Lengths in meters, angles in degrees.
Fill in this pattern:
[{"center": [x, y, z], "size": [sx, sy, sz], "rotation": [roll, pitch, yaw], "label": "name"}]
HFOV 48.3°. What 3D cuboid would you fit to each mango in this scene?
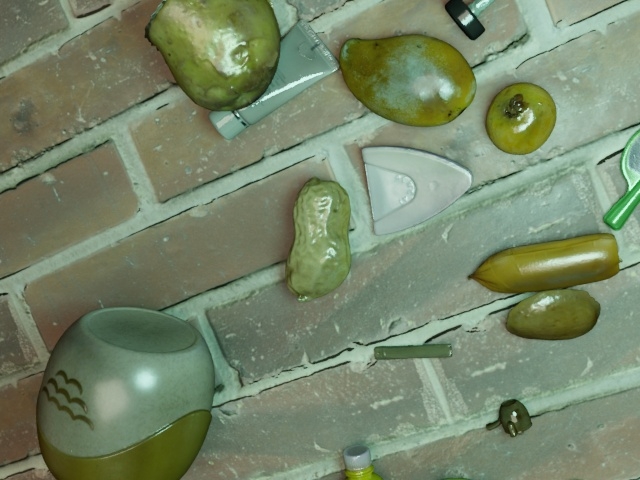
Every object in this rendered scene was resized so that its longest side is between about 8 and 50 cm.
[{"center": [0.179, -0.352, 1.536], "size": [0.316, 0.146, 0.193], "rotation": [21, 97, 16], "label": "mango"}]

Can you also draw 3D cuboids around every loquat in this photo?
[{"center": [0.419, -0.254, 1.492], "size": [0.163, 0.163, 0.137], "rotation": [-40, 58, 17], "label": "loquat"}]

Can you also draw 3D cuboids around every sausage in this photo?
[{"center": [0.480, 0.057, 1.554], "size": [0.328, 0.112, 0.112], "rotation": [-11, 97, 19], "label": "sausage"}]

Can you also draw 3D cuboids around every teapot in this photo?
[{"center": [0.426, 0.417, 1.648], "size": [0.110, 0.085, 0.080], "rotation": [-19, 94, 36], "label": "teapot"}]

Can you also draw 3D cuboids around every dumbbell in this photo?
[{"center": [0.360, -0.516, 1.482], "size": [0.191, 0.100, 0.100], "rotation": [-41, 89, 16], "label": "dumbbell"}]

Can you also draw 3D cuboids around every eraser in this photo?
[{"center": [0.223, -0.124, 1.607], "size": [0.243, 0.059, 0.205], "rotation": [-6, 98, 18], "label": "eraser"}]

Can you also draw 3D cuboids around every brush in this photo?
[{"center": [0.221, 0.262, 1.697], "size": [0.190, 0.027, 0.034], "rotation": [-7, 94, 23], "label": "brush"}]

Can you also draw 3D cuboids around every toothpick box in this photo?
[{"center": [-0.459, 0.403, 1.702], "size": [0.408, 0.409, 0.426], "rotation": [17, 102, 10], "label": "toothpick box"}]

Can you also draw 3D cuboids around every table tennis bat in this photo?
[{"center": [0.691, -0.131, 1.503], "size": [0.160, 0.039, 0.257], "rotation": [37, 104, 8], "label": "table tennis bat"}]

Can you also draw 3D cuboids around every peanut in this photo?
[{"center": [0.007, 0.005, 1.640], "size": [0.159, 0.143, 0.292], "rotation": [17, 105, 35], "label": "peanut"}]

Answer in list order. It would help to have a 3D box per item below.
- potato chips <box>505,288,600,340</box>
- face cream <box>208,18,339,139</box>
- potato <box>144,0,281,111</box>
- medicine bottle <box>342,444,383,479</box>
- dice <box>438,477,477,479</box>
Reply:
[{"center": [0.514, 0.174, 1.568], "size": [0.201, 0.049, 0.150], "rotation": [-3, 131, 0], "label": "potato chips"}, {"center": [-0.119, -0.357, 1.642], "size": [0.314, 0.089, 0.143], "rotation": [-38, 86, 10], "label": "face cream"}, {"center": [-0.190, -0.425, 1.537], "size": [0.237, 0.301, 0.289], "rotation": [41, 115, 6], "label": "potato"}, {"center": [0.103, 0.611, 1.736], "size": [0.121, 0.122, 0.213], "rotation": [-8, 98, 15], "label": "medicine bottle"}, {"center": [0.334, 0.668, 1.664], "size": [0.166, 0.169, 0.169], "rotation": [5, 100, 12], "label": "dice"}]
